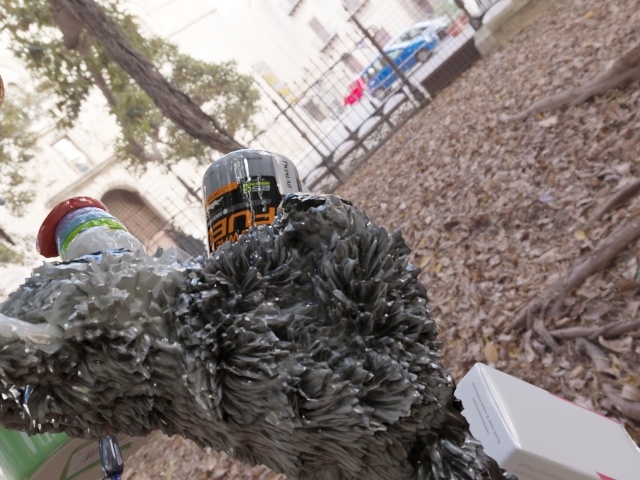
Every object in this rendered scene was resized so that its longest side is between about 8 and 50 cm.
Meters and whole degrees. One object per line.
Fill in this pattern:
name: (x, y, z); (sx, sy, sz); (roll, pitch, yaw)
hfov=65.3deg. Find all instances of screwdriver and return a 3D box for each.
screwdriver: (-0.217, 0.285, 0.541); (0.024, 0.025, 0.170); (-24, 48, -13)

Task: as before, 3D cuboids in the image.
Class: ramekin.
ramekin: (-0.372, 0.268, 0.789); (0.303, 0.148, 0.303); (-37, -20, -16)

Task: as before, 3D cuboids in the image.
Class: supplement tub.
supplement tub: (-0.109, 0.009, 0.912); (0.193, 0.193, 0.316); (-35, 56, 38)

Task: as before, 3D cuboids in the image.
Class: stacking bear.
stacking bear: (-0.486, 0.040, 1.120); (0.175, 0.289, 0.164); (-12, -46, -47)

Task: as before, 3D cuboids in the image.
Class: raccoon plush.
raccoon plush: (-0.041, 0.133, 0.341); (0.299, 0.446, 0.216); (-22, -44, -34)

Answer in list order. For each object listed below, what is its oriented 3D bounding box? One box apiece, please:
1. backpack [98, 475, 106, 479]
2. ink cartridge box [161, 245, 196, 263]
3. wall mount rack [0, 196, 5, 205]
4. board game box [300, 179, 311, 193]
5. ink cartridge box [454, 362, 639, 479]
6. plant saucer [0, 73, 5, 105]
backpack: (-0.523, 0.428, 1.180); (0.263, 0.213, 0.276); (-52, 16, 43)
ink cartridge box: (-0.309, 0.091, 0.921); (0.180, 0.060, 0.104); (-29, -30, 8)
wall mount rack: (-0.661, -0.010, 0.880); (0.304, 0.130, 0.350); (162, 119, -67)
board game box: (0.000, 0.000, 1.180); (0.097, 0.303, 0.224); (-38, 6, 8)
ink cartridge box: (0.188, 0.300, 0.549); (0.283, 0.207, 0.117); (-60, 16, 23)
plant saucer: (-0.740, -0.323, 0.989); (0.037, 0.200, 0.200); (-23, 20, 34)
